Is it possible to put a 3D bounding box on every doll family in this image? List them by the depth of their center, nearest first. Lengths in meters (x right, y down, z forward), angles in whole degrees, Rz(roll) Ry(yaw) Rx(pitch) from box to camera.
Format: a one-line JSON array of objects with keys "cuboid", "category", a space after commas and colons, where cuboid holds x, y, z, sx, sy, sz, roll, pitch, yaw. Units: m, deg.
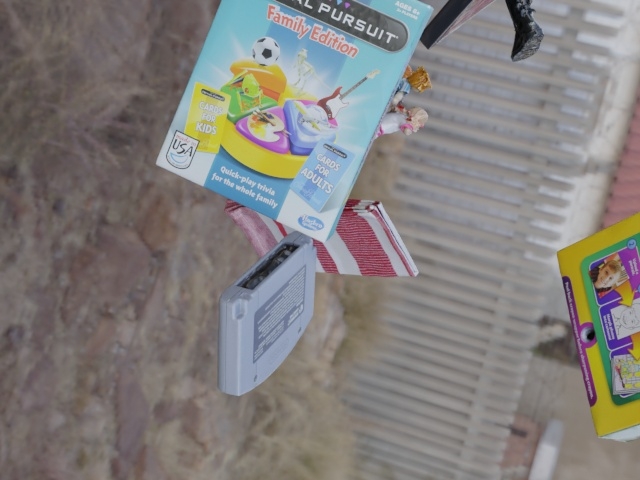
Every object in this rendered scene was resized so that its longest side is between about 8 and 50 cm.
[{"cuboid": [0.108, -0.264, 1.877, 0.263, 0.163, 0.118, -119, -166, -68], "category": "doll family"}]

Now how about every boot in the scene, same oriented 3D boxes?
[{"cuboid": [0.335, -0.366, 1.784, 0.121, 0.045, 0.099, 105, -33, -75], "category": "boot"}]

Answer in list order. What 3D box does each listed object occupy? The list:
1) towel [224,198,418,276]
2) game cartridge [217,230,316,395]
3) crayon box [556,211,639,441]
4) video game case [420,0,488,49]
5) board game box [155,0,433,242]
[{"cuboid": [0.000, 0.000, 2.037, 0.237, 0.329, 0.037, 56, 45, -47], "category": "towel"}, {"cuboid": [-0.089, 0.126, 1.791, 0.297, 0.062, 0.198, -43, 146, -57], "category": "game cartridge"}, {"cuboid": [0.596, 0.131, 1.845, 0.106, 0.313, 0.363, 15, 58, -39], "category": "crayon box"}, {"cuboid": [0.311, -0.457, 1.834, 0.248, 0.035, 0.275, -38, 179, -21], "category": "video game case"}, {"cuboid": [-0.037, -0.203, 1.406, 0.079, 0.254, 0.336, -47, 161, -77], "category": "board game box"}]
